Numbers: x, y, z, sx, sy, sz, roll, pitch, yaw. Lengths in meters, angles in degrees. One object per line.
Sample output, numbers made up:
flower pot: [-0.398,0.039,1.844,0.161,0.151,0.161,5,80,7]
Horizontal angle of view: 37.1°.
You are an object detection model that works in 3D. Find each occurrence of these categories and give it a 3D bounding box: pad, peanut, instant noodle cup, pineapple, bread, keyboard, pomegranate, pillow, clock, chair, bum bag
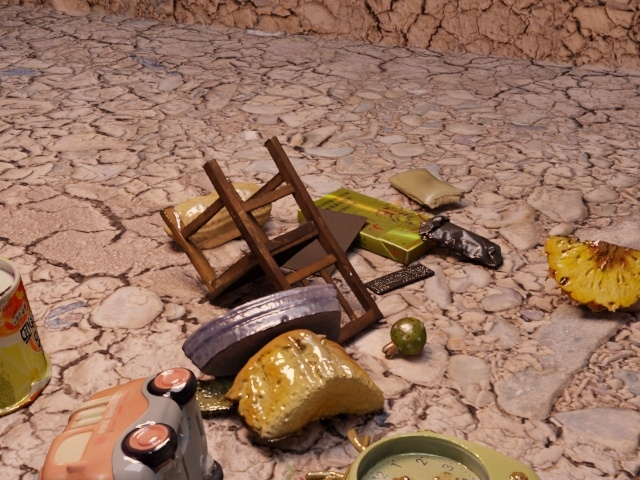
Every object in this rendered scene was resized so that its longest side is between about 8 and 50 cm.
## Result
pad: [0.000,0.000,2.073,0.142,0.003,0.211,12,43,25]
peanut: [-0.231,-0.058,2.125,0.256,0.124,0.123,-18,32,-25]
instant noodle cup: [-0.597,0.153,1.603,0.264,0.200,0.264,-1,27,0]
pineapple: [0.539,0.085,1.897,0.249,0.140,0.164,12,-16,-10]
bread: [-0.021,0.216,1.544,0.251,0.133,0.174,-8,35,-28]
keyboard: [0.164,0.078,1.974,0.155,0.010,0.053,-18,31,-32]
pomegranate: [0.151,0.175,1.727,0.084,0.073,0.073,-18,22,18]
pillow: [0.258,-0.129,2.336,0.119,0.053,0.208,-10,26,-25]
clock: [0.137,0.361,1.323,0.308,0.096,0.235,18,33,31]
chair: [-0.100,0.045,1.873,0.203,0.416,0.240,-25,-8,-42]
bum bag: [0.308,-0.002,2.059,0.197,0.049,0.087,25,37,10]

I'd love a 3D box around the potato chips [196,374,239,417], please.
potato chips: [-0.148,0.236,1.639,0.202,0.029,0.220,19,30,26]

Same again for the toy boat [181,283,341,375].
toy boat: [-0.096,0.157,1.632,0.282,0.127,0.078,-18,52,-15]

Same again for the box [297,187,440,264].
box: [0.119,-0.039,2.165,0.311,0.043,0.173,22,33,34]

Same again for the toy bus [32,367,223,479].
toy bus: [-0.272,0.311,1.321,0.232,0.194,0.288,-4,27,9]
